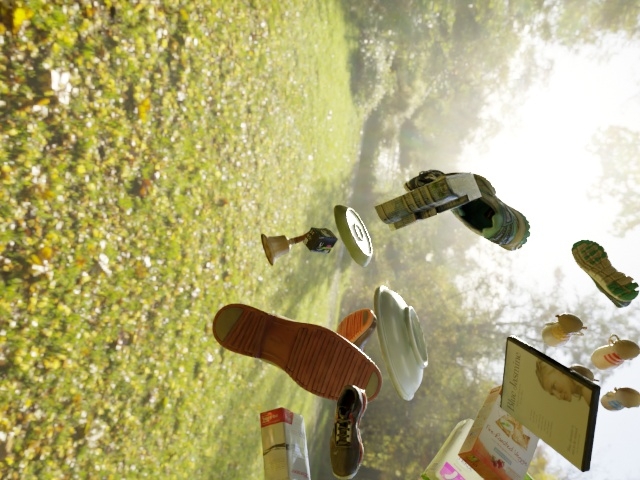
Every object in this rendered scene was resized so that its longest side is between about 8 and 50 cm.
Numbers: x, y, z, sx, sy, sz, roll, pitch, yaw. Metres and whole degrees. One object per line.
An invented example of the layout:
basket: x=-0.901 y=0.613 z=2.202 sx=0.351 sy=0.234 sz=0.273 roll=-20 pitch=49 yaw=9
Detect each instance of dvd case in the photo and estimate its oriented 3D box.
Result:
dvd case: x=0.466 y=0.328 z=1.122 sx=0.253 sy=0.022 sz=0.180 roll=-146 pitch=-126 yaw=-67

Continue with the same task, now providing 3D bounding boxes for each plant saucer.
plant saucer: x=0.122 y=-0.024 z=1.878 sx=0.241 sy=0.037 sz=0.240 roll=51 pitch=23 yaw=-32
plant saucer: x=0.292 y=0.340 z=1.859 sx=0.400 sy=0.101 sz=0.400 roll=-17 pitch=90 yaw=-74

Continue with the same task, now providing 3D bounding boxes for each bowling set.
bowling set: x=0.577 y=0.291 z=1.091 sx=0.154 sy=0.287 sz=0.199 roll=76 pitch=35 yaw=-66

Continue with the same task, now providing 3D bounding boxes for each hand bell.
hand bell: x=-0.086 y=-0.004 z=1.985 sx=0.126 sy=0.242 sz=0.126 roll=161 pitch=-90 yaw=-75

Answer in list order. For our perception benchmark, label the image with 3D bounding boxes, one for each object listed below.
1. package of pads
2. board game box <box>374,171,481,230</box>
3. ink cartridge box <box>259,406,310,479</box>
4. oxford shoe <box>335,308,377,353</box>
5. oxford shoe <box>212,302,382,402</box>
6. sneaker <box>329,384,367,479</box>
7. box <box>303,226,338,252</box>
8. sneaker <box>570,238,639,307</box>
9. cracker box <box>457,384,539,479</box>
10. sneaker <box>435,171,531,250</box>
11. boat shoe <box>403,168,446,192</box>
package of pads: x=0.473 y=0.699 z=1.564 sx=0.229 sy=0.296 sz=0.101 roll=-41 pitch=171 yaw=-33
board game box: x=0.194 y=-0.068 z=1.060 sx=0.194 sy=0.194 sz=0.060 roll=-18 pitch=86 yaw=-59
ink cartridge box: x=-0.078 y=0.459 z=1.188 sx=0.109 sy=0.063 sz=0.150 roll=49 pitch=26 yaw=-52
oxford shoe: x=0.099 y=0.346 z=1.709 sx=0.363 sy=0.133 sz=0.130 roll=-56 pitch=-166 yaw=40
oxford shoe: x=-0.044 y=0.246 z=1.231 sx=0.140 sy=0.397 sz=0.146 roll=-64 pitch=169 yaw=-6
sneaker: x=0.039 y=0.321 z=0.921 sx=0.065 sy=0.061 sz=0.157 roll=59 pitch=32 yaw=-50
box: x=0.000 y=0.000 z=1.695 sx=0.083 sy=0.052 sz=0.062 roll=6 pitch=124 yaw=-42
sneaker: x=0.561 y=0.070 z=1.080 sx=0.076 sy=0.065 sz=0.166 roll=59 pitch=7 yaw=-49
cracker box: x=0.477 y=0.515 z=1.407 sx=0.232 sy=0.156 sz=0.067 roll=-46 pitch=178 yaw=-38
sneaker: x=0.340 y=-0.088 z=1.209 sx=0.110 sy=0.122 sz=0.283 roll=-63 pitch=-142 yaw=18
boat shoe: x=0.322 y=-0.163 z=1.598 sx=0.091 sy=0.114 sz=0.302 roll=-44 pitch=179 yaw=20
